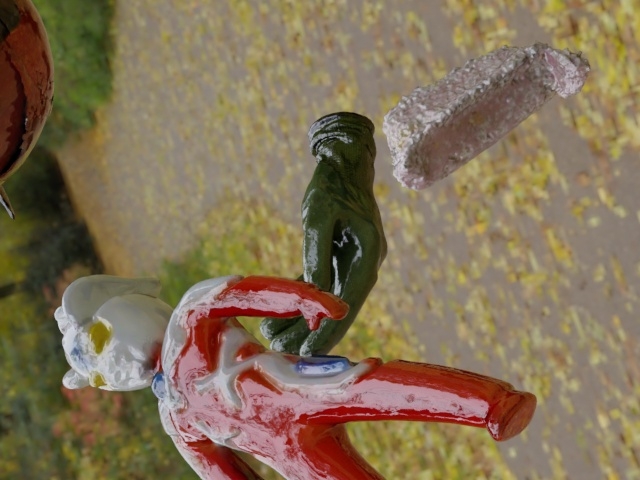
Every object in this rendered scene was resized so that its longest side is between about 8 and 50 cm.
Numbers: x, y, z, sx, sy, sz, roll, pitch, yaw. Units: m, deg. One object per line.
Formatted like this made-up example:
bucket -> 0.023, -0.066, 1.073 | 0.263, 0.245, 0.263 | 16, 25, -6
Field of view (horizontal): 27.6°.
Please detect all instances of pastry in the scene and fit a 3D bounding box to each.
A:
pastry -> 0.192, -0.165, 1.582 | 0.112, 0.265, 0.103 | 63, 179, 46

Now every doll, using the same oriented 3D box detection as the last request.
doll -> -0.040, 0.107, 0.881 | 0.384, 0.099, 0.188 | 18, 112, 35

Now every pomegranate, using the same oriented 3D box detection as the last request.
pomegranate -> -0.287, -0.105, 0.893 | 0.210, 0.210, 0.235 | -119, 17, -44

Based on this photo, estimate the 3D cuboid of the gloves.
gloves -> 0.014, -0.002, 1.273 | 0.135, 0.107, 0.268 | 71, -150, -61
